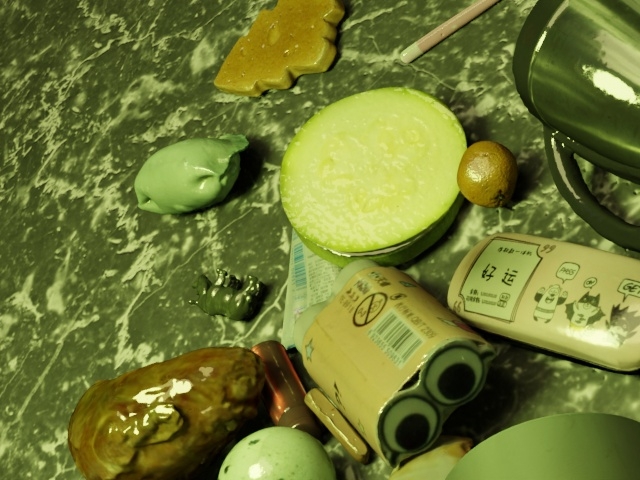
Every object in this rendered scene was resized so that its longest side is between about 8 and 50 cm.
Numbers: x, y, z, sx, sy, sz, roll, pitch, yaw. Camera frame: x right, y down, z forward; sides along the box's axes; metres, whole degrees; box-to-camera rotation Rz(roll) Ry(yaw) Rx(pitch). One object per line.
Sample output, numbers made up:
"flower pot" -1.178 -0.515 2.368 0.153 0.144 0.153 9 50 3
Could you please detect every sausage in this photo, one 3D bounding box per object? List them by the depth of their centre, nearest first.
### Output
"sausage" 0.021 0.218 1.766 0.026 0.026 0.116 -46 54 4

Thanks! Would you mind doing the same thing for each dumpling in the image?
"dumpling" -0.179 -0.097 2.216 0.216 0.149 0.105 -21 84 41

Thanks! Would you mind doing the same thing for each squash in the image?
"squash" 0.072 -0.078 1.918 0.252 0.049 0.252 -9 58 14

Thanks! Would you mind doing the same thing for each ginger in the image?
"ginger" -0.203 0.234 1.869 0.321 0.165 0.172 -24 17 39

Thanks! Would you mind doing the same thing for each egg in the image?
"egg" -0.053 0.281 1.735 0.164 0.131 0.131 -31 34 60

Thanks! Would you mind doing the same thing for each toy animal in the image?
"toy animal" -0.134 0.073 2.051 0.135 0.047 0.065 12 75 43

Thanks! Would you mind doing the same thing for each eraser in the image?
"eraser" 0.073 0.126 1.721 0.171 0.087 0.290 -47 26 -1

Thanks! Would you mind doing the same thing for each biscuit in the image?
"biscuit" -0.061 -0.294 2.302 0.238 0.041 0.212 -33 46 20

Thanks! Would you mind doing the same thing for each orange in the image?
"orange" 0.203 -0.080 1.822 0.085 0.085 0.085 -26 43 27

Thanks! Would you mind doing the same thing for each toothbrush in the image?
"toothbrush" 0.227 -0.326 2.057 0.286 0.020 0.025 -32 32 20

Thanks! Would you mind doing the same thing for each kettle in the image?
"kettle" 0.352 -0.148 1.637 0.251 0.207 0.271 -43 45 -3

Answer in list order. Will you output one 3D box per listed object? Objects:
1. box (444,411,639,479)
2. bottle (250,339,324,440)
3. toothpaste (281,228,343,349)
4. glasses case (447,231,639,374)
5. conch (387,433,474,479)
"box" 0.227 0.283 1.358 0.226 0.226 0.149 -32 40 22
"bottle" -0.042 0.191 1.850 0.060 0.060 0.164 -42 38 9
"toothpaste" 0.000 0.000 1.971 0.114 0.073 0.299 -22 51 37
"glasses case" 0.263 0.065 1.636 0.314 0.075 0.122 16 69 50
"conch" 0.094 0.299 1.561 0.158 0.127 0.255 -25 43 29
